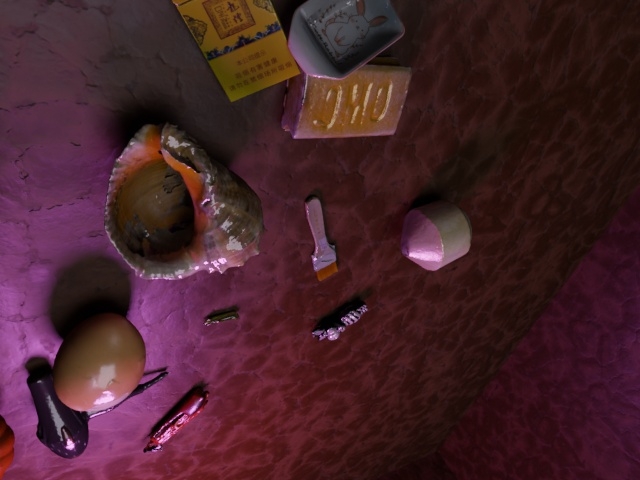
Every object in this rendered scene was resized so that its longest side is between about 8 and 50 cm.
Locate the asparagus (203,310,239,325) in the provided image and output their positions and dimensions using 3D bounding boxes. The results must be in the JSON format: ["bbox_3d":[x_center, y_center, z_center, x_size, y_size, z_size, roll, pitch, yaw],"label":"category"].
[{"bbox_3d":[-0.286,0.226,1.372,0.108,0.025,0.021,-11,143,-28],"label":"asparagus"}]

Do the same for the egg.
[{"bbox_3d":[-0.519,0.283,1.127,0.201,0.201,0.245,2,117,-37],"label":"egg"}]

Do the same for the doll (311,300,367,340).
[{"bbox_3d":[0.069,0.285,1.653,0.219,0.067,0.091,-31,150,-5],"label":"doll"}]

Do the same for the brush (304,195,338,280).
[{"bbox_3d":[0.000,0.000,1.369,0.085,0.020,0.337,-27,139,-12],"label":"brush"}]

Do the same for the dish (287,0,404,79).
[{"bbox_3d":[0.037,-0.405,0.924,0.234,0.064,0.154,-40,104,-18],"label":"dish"}]

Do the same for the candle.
[{"bbox_3d":[-0.478,0.596,1.560,0.301,0.059,0.084,-43,128,4],"label":"candle"}]

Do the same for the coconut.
[{"bbox_3d":[0.346,-0.014,1.473,0.221,0.202,0.202,-22,138,-23],"label":"coconut"}]

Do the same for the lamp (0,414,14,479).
[{"bbox_3d":[-0.839,0.499,1.102,0.223,0.196,0.224,-1,92,-38],"label":"lamp"}]

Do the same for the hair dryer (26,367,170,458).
[{"bbox_3d":[-0.593,0.416,1.306,0.359,0.120,0.304,-22,124,-33],"label":"hair dryer"}]

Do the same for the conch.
[{"bbox_3d":[-0.285,-0.070,0.971,0.297,0.210,0.353,-33,117,-17],"label":"conch"}]

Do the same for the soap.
[{"bbox_3d":[0.058,-0.318,1.059,0.274,0.089,0.174,-10,130,-29],"label":"soap"}]

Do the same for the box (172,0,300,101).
[{"bbox_3d":[-0.154,-0.391,0.845,0.152,0.041,0.279,-20,140,7],"label":"box"}]
